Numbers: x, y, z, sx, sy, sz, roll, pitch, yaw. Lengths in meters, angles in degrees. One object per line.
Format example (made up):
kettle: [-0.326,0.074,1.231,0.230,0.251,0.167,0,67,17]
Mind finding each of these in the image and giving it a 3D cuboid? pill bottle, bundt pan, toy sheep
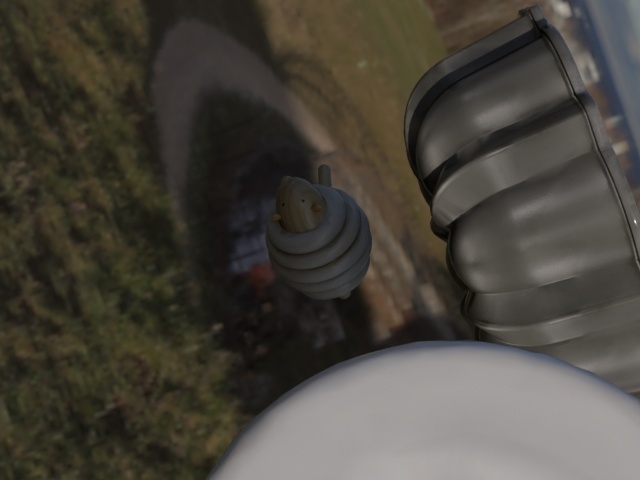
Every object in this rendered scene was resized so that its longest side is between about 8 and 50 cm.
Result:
pill bottle: [0.035,0.171,0.522,0.318,0.176,0.176,97,-19,-65]
bundt pan: [0.151,0.002,1.037,0.331,0.124,0.330,-20,90,-87]
toy sheep: [0.000,0.000,1.089,0.091,0.091,0.132,-96,161,-44]
